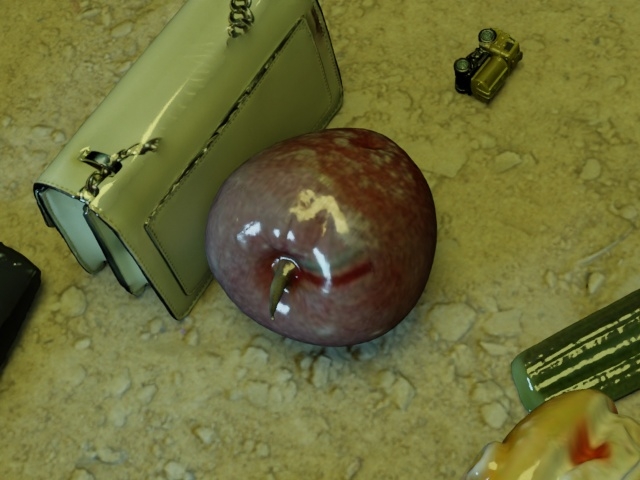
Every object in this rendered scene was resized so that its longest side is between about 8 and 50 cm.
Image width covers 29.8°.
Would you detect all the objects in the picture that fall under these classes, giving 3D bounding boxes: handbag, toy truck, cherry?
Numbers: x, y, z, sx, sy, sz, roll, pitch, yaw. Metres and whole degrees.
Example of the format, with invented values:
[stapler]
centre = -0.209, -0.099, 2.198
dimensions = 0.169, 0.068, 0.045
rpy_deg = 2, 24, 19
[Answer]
[handbag]
centre = -0.141, -0.124, 1.329
dimensions = 0.160, 0.237, 0.359
rpy_deg = 28, 69, 20
[toy truck]
centre = 0.201, -0.211, 1.431
dimensions = 0.054, 0.049, 0.083
rpy_deg = 32, 72, 22
[cherry]
centre = 0.000, 0.000, 1.255
dimensions = 0.236, 0.213, 0.285
rpy_deg = 33, 43, -2

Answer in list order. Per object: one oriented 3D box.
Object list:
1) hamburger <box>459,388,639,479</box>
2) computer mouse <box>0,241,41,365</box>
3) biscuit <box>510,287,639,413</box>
[hamburger]
centre = 0.207, 0.280, 1.059
dimensions = 0.186, 0.261, 0.303
rpy_deg = 22, 108, 25
[computer mouse]
centre = -0.433, 0.120, 1.331
dimensions = 0.168, 0.087, 0.295
rpy_deg = 19, 53, 15
[biscuit]
centre = 0.349, 0.090, 1.248
dimensions = 0.322, 0.038, 0.099
rpy_deg = -26, 63, -6
